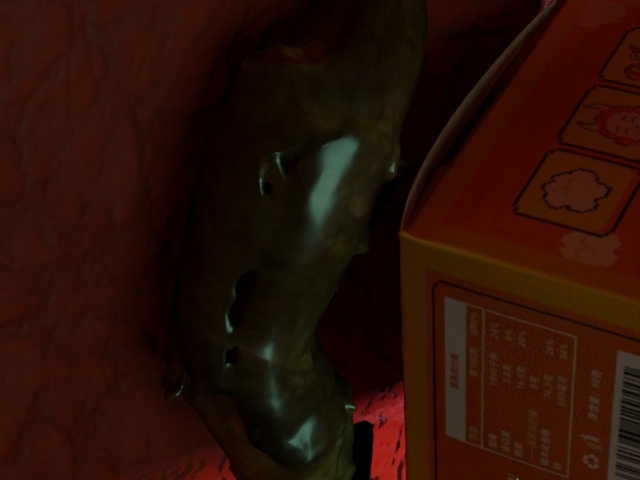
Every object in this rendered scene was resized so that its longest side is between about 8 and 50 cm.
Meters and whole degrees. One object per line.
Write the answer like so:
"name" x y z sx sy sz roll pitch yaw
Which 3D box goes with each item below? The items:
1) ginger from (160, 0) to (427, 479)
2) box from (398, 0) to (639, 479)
"ginger" -0.013 0.004 0.982 0.133 0.107 0.309 -4 117 -25
"box" 0.179 0.050 1.047 0.259 0.214 0.283 -54 152 -42
